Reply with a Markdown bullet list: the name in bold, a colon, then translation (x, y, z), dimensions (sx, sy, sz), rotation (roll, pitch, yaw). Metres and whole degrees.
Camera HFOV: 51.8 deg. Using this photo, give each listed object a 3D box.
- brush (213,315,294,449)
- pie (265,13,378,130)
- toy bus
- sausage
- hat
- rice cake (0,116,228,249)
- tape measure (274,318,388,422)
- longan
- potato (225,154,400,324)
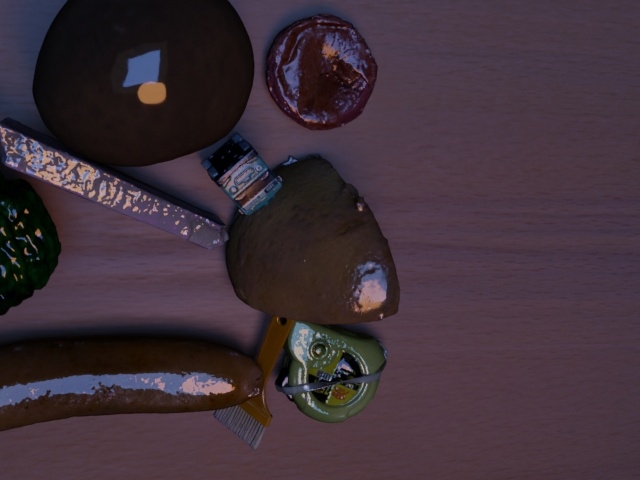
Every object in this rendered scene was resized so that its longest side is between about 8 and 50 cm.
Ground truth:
- **brush**: translation (-0.097, 0.214, 1.098), dimensions (0.013, 0.103, 0.272), rotation (-8, 125, -59)
- **pie**: translation (0.003, -0.262, 1.034), dimensions (0.183, 0.049, 0.182), rotation (-4, 102, -18)
- **toy bus**: translation (-0.117, -0.099, 0.986), dimensions (0.079, 0.160, 0.092), rotation (-42, 112, -2)
- **sausage**: translation (-0.339, 0.214, 1.025), dimensions (0.501, 0.136, 0.123), rotation (-1, 123, -16)
- **hat**: translation (-0.515, -0.049, 0.843), dimensions (0.274, 0.242, 0.332), rotation (-28, 125, -23)
- **rice cake**: translation (-0.288, -0.070, 0.944), dimensions (0.365, 0.073, 0.056), rotation (26, 100, -37)
- **tape measure**: translation (0.015, 0.220, 1.135), dimensions (0.200, 0.106, 0.175), rotation (17, 88, -18)
- **longan**: translation (-0.232, -0.217, 0.890), dimensions (0.300, 0.243, 0.300), rotation (-12, 143, -9)
- **potato**: translation (-0.029, 0.007, 0.990), dimensions (0.190, 0.264, 0.211), rotation (-13, 113, -21)
